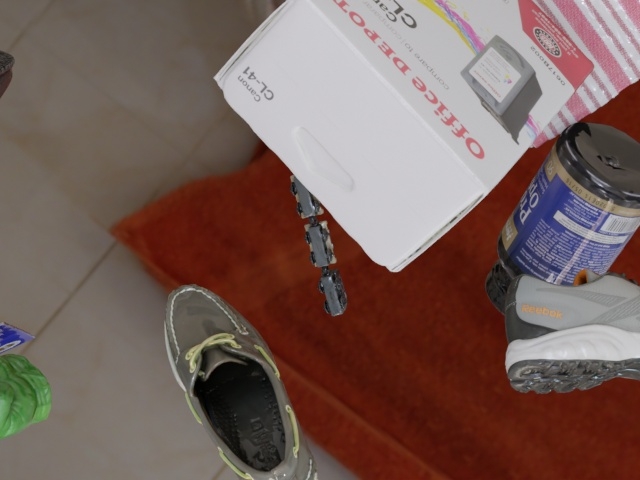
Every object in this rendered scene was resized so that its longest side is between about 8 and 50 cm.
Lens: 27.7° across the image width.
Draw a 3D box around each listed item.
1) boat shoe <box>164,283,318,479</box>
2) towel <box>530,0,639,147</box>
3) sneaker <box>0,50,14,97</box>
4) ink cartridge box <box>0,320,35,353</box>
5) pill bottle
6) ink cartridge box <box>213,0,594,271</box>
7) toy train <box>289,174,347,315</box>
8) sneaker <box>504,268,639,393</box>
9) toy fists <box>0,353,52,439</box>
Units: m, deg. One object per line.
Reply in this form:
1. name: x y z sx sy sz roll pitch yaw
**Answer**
1. boat shoe: -0.094 0.154 1.405 0.109 0.305 0.091 -27 146 -7
2. towel: 0.261 -0.204 1.364 0.197 0.144 0.029 -34 -175 21
3. sneaker: -0.352 -0.062 1.042 0.330 0.123 0.146 -59 159 -58
4. ink cartridge box: -0.476 0.197 1.367 0.371 0.069 0.176 -28 173 -6
5. pill bottle: 0.267 -0.011 1.403 0.123 0.123 0.219 -38 161 -50
6. ink cartridge box: 0.087 -0.145 1.140 0.131 0.226 0.306 -43 -178 36
7. toy train: 0.000 0.000 1.336 0.027 0.158 0.036 -12 -169 17
8. sneaker: 0.290 0.076 1.171 0.272 0.108 0.100 3 154 -20
9. toy fists: -0.458 0.145 1.563 0.142 0.279 0.096 -20 140 -55
